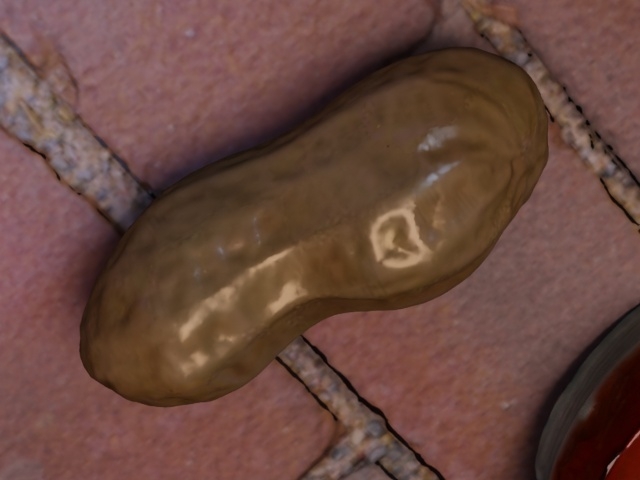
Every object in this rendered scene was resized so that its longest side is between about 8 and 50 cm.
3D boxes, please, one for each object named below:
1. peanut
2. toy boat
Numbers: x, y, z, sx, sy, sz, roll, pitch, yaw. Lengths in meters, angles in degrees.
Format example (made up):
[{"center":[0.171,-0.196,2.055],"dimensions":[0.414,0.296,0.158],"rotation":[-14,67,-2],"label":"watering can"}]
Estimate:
[{"center":[0.000,0.000,0.971],"dimensions":[0.274,0.125,0.111],"rotation":[-31,136,0],"label":"peanut"},{"center":[0.189,0.201,1.120],"dimensions":[0.145,0.133,0.332],"rotation":[1,103,-10],"label":"toy boat"}]
